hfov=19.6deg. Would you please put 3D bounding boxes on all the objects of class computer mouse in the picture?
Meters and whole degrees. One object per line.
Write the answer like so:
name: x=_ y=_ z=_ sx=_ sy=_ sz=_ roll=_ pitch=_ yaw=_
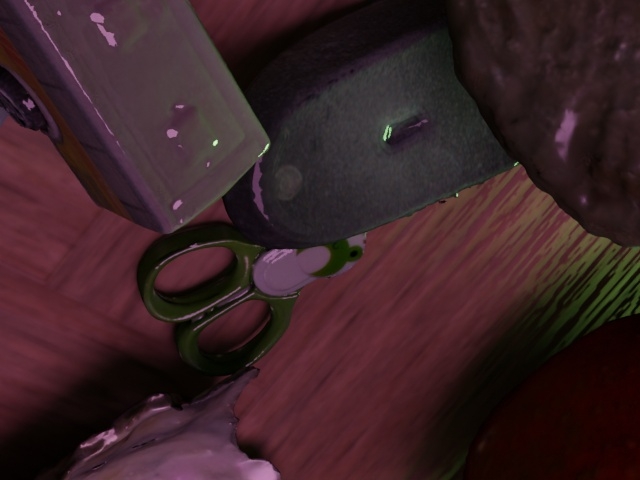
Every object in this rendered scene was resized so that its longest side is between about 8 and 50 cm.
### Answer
computer mouse: x=0.037 y=-0.071 z=0.977 sx=0.229 sy=0.068 sz=0.113 roll=-25 pitch=117 yaw=-23

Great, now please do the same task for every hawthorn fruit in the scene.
hawthorn fruit: x=0.222 y=0.150 z=1.094 sx=0.254 sy=0.254 sz=0.300 roll=16 pitch=127 yaw=-32

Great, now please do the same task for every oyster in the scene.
oyster: x=-0.140 y=0.194 z=1.073 sx=0.271 sy=0.100 sz=0.275 roll=-3 pitch=113 yaw=-25

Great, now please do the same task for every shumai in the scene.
shumai: x=0.215 y=-0.135 z=0.952 sx=0.309 sy=0.304 sz=0.263 roll=-59 pitch=159 yaw=3

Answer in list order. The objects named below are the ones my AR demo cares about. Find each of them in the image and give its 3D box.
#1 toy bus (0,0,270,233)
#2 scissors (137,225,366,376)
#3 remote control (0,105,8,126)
toy bus: x=-0.123 y=-0.123 z=0.823 sx=0.092 sy=0.106 sz=0.268 roll=-43 pitch=126 yaw=-17
scissors: x=0.000 y=0.000 z=1.037 sx=0.204 sy=0.027 sz=0.101 roll=-30 pitch=132 yaw=1
remote control: x=-0.202 y=-0.048 z=0.912 sx=0.061 sy=0.029 sz=0.162 roll=25 pitch=116 yaw=-33
